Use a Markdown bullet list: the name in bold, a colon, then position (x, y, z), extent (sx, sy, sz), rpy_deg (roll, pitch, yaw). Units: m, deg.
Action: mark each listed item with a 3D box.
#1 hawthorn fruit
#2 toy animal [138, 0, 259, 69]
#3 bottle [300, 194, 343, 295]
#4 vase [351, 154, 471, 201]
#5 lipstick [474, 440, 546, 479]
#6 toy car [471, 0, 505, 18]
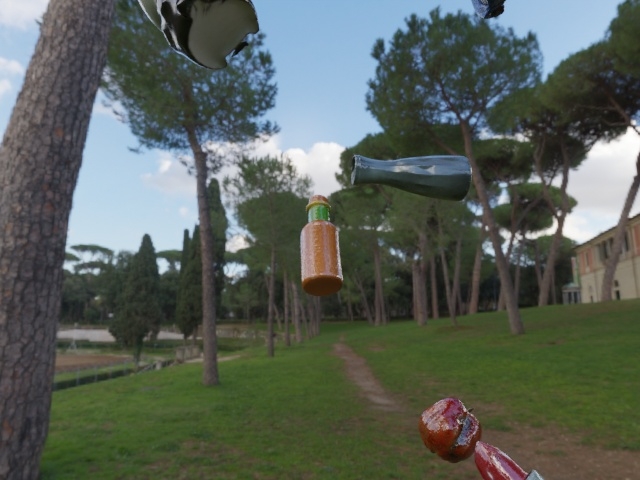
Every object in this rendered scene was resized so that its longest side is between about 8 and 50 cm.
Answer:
- **hawthorn fruit**: position (0.190, 0.272, 0.672), extent (0.093, 0.092, 0.093), rpy_deg (0, -11, 0)
- **toy animal**: position (-0.263, -0.506, 0.970), extent (0.213, 0.266, 0.212), rpy_deg (-28, -24, -13)
- **bottle**: position (0.000, 0.000, 0.778), extent (0.069, 0.186, 0.069), rpy_deg (-1, -36, -1)
- **vase**: position (0.166, -0.123, 0.869), extent (0.214, 0.086, 0.086), rpy_deg (4, -11, -5)
- **lipstick**: position (0.188, 0.227, 0.343), extent (0.063, 0.186, 0.057), rpy_deg (-47, -29, 5)
- **toy car**: position (0.355, -0.539, 0.949), extent (0.063, 0.103, 0.216), rpy_deg (-23, -8, -7)
